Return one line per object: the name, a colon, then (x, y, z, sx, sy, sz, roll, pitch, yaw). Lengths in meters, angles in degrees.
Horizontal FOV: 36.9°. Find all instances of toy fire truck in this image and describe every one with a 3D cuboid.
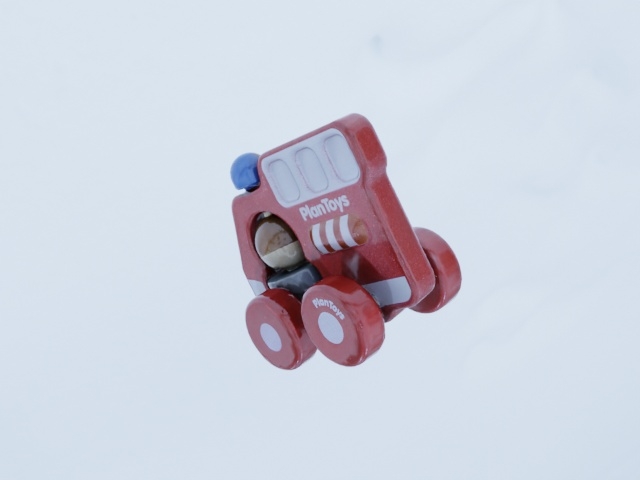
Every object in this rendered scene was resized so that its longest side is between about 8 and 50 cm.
toy fire truck: (0.000, 0.000, 1.108, 0.169, 0.253, 0.302, -29, -171, -35)
